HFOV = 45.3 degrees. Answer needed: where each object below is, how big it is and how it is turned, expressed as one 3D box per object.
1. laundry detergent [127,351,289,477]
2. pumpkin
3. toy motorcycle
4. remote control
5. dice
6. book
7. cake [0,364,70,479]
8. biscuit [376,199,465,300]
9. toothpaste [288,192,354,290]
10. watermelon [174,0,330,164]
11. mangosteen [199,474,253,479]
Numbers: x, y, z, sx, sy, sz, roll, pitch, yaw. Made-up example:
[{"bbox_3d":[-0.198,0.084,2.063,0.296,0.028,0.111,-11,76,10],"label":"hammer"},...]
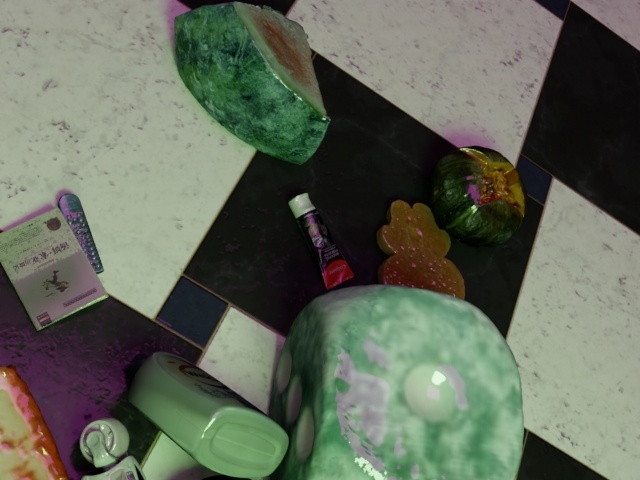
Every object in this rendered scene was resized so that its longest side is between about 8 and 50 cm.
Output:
[{"bbox_3d":[-0.199,0.257,1.196,0.215,0.280,0.105,35,81,-46],"label":"laundry detergent"},{"bbox_3d":[0.336,-0.092,1.659,0.237,0.159,0.238,16,59,-28],"label":"pumpkin"},{"bbox_3d":[-0.298,0.386,1.130,0.112,0.112,0.254,0,67,-26],"label":"toy motorcycle"},{"bbox_3d":[-0.418,-0.010,1.328,0.043,0.027,0.153,-12,73,-34],"label":"remote control"},{"bbox_3d":[0.107,0.283,1.258,0.330,0.348,0.328,12,61,-14],"label":"dice"},{"bbox_3d":[-0.453,0.045,1.277,0.127,0.014,0.182,-28,80,-22],"label":"book"},{"bbox_3d":[-0.488,0.346,0.968,0.319,0.269,0.270,-28,80,-32],"label":"cake"},{"bbox_3d":[0.200,0.053,1.591,0.201,0.044,0.289,0,64,-27],"label":"biscuit"},{"bbox_3d":[0.000,0.000,1.522,0.071,0.045,0.194,-22,83,-33],"label":"toothpaste"},{"bbox_3d":[-0.113,-0.352,1.553,0.387,0.228,0.258,45,45,-7],"label":"watermelon"},{"bbox_3d":[-0.122,0.466,1.146,0.250,0.211,0.211,38,50,-39],"label":"mangosteen"}]
